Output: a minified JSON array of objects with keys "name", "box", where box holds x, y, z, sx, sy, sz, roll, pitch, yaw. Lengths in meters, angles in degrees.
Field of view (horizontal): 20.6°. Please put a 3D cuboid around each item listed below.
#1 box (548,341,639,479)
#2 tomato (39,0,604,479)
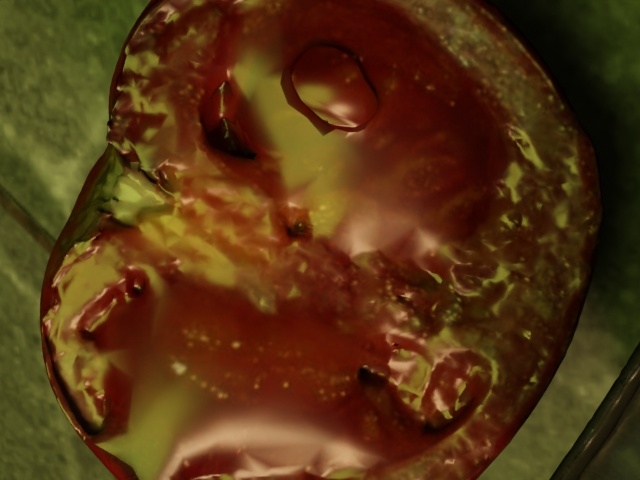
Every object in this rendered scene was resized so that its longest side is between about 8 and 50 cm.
[{"name":"box","box":[0.250,0.047,0.539,0.251,0.204,0.345,37,123,16]},{"name":"tomato","box":[0.000,0.000,0.711,0.200,0.139,0.233,23,95,-3]}]
